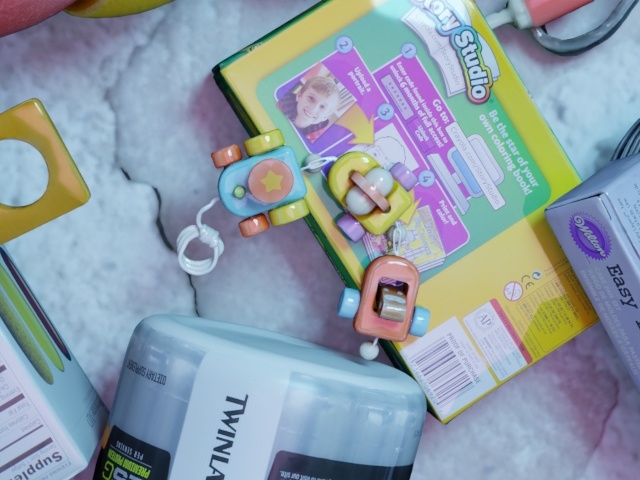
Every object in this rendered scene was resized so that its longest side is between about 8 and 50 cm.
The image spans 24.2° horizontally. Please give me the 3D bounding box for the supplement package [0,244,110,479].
[{"bbox_3d":[-0.254,0.056,0.922,0.134,0.139,0.244,-31,97,2],"label":"supplement package"}]

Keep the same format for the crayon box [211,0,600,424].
[{"bbox_3d":[0.071,-0.040,0.990,0.165,0.081,0.278,-32,96,-5],"label":"crayon box"}]

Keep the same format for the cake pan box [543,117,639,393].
[{"bbox_3d":[0.297,0.024,0.984,0.246,0.070,0.266,-35,98,-32],"label":"cake pan box"}]

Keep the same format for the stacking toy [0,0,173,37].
[{"bbox_3d":[-0.148,-0.230,0.861,0.480,0.351,0.350,5,92,-29],"label":"stacking toy"}]

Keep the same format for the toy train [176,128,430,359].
[{"bbox_3d":[0.000,0.000,0.919,0.166,0.046,0.125,19,91,-7],"label":"toy train"}]

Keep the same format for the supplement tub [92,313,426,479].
[{"bbox_3d":[-0.061,0.217,0.930,0.194,0.193,0.316,14,90,-8],"label":"supplement tub"}]

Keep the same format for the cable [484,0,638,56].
[{"bbox_3d":[0.226,-0.210,0.976,0.287,0.072,0.139,-16,98,15],"label":"cable"}]

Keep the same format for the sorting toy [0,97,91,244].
[{"bbox_3d":[-0.291,0.014,0.823,0.348,0.047,0.196,-14,104,4],"label":"sorting toy"}]
